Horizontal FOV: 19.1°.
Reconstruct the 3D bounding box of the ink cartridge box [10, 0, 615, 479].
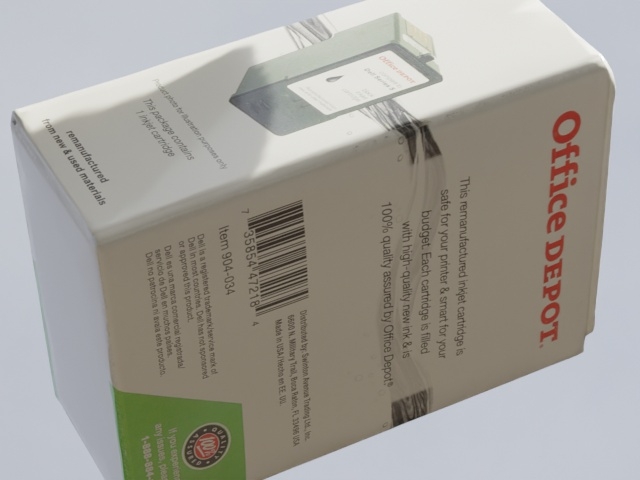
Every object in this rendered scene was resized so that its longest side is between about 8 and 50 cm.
[{"bbox_3d":[0.000,0.000,0.964,0.273,0.115,0.198,-20,-46,-20],"label":"ink cartridge box"}]
